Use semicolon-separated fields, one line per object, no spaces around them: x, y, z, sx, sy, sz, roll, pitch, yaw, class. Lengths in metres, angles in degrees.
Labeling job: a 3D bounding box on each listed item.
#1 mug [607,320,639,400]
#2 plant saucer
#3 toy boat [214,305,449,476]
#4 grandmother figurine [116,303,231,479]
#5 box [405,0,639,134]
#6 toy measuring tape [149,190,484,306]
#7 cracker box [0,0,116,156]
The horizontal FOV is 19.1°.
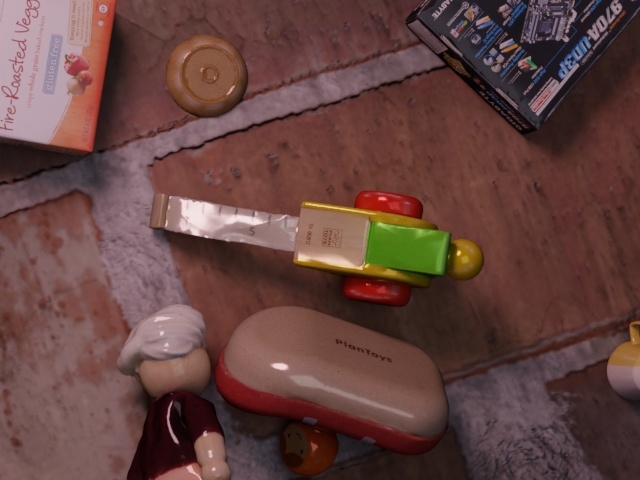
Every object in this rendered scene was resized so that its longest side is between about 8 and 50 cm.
0.333;0.130;1.964;0.062;0.064;0.078;-38;96;-11;mug
-0.112;-0.165;1.893;0.083;0.015;0.083;0;89;-13;plant saucer
0.003;0.165;1.863;0.231;0.151;0.151;19;113;-12;toy boat
-0.130;0.226;1.791;0.104;0.208;0.342;10;64;-38;grandmother figurine
0.222;-0.248;1.956;0.175;0.051;0.220;42;80;-9;box
0.000;0.000;1.889;0.330;0.121;0.121;8;86;9;toy measuring tape
-0.323;-0.176;1.816;0.232;0.067;0.155;9;86;-12;cracker box
